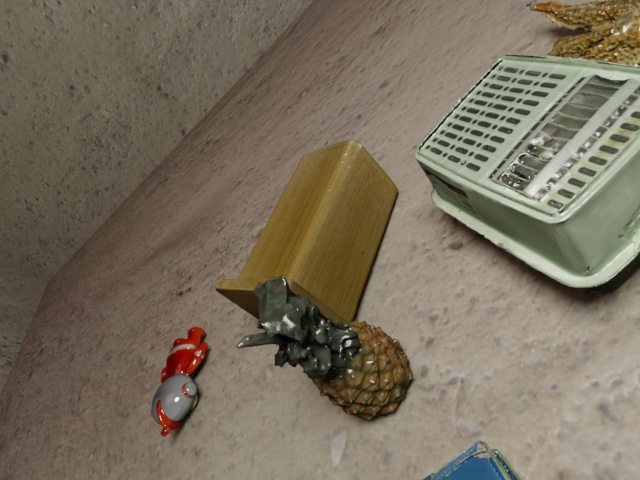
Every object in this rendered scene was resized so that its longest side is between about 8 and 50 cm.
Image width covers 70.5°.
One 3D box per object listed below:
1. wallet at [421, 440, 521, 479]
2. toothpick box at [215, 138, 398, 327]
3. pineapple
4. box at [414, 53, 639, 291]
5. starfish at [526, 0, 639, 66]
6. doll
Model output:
[{"bbox_3d":[0.121,0.305,0.438,0.202,0.059,0.141,-45,32,11],"label":"wallet"},{"bbox_3d":[0.000,0.000,0.770,0.190,0.187,0.308,-8,49,47],"label":"toothpick box"},{"bbox_3d":[0.010,0.134,0.564,0.128,0.248,0.128,-27,42,28],"label":"pineapple"},{"bbox_3d":[0.270,-0.087,0.532,0.220,0.166,0.290,-48,34,5],"label":"box"},{"bbox_3d":[0.417,-0.307,0.644,0.293,0.084,0.302,-1,62,48],"label":"starfish"},{"bbox_3d":[-0.292,0.289,0.934,0.142,0.076,0.245,-38,32,21],"label":"doll"}]
